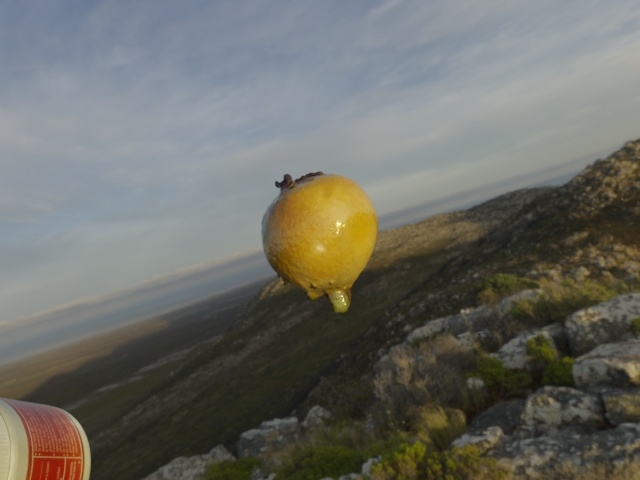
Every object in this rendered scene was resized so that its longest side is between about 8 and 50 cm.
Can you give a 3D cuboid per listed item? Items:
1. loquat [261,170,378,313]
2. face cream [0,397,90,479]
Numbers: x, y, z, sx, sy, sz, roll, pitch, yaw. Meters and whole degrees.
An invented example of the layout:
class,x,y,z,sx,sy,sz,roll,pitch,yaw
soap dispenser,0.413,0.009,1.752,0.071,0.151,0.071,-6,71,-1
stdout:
class,x,y,z,sx,sy,sz,roll,pitch,yaw
loquat,0.000,0.000,0.618,0.149,0.205,0.172,0,-19,-38
face cream,-0.432,0.305,0.572,0.200,0.201,0.187,-17,-28,3
